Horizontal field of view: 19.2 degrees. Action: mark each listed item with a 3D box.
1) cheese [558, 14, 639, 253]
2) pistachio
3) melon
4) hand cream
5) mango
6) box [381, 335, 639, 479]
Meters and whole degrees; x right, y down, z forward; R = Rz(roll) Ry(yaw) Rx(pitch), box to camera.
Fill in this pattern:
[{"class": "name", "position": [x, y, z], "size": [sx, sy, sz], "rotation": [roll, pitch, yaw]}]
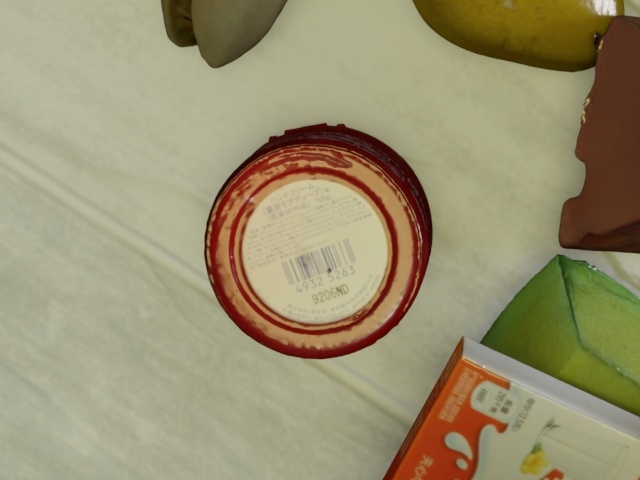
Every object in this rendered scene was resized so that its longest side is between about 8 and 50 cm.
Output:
[{"class": "cheese", "position": [0.302, -0.066, 1.509], "size": [0.128, 0.177, 0.202], "rotation": [6, 102, -34]}, {"class": "pistachio", "position": [-0.072, -0.234, 1.572], "size": [0.124, 0.124, 0.185], "rotation": [25, 117, 1]}, {"class": "melon", "position": [0.181, 0.185, 1.612], "size": [0.196, 0.124, 0.323], "rotation": [37, 114, -2]}, {"class": "hand cream", "position": [0.000, 0.000, 1.596], "size": [0.193, 0.125, 0.193], "rotation": [1, 98, 7]}, {"class": "mango", "position": [0.162, -0.209, 1.560], "size": [0.195, 0.098, 0.137], "rotation": [34, 102, -12]}, {"class": "box", "position": [0.174, 0.246, 1.546], "size": [0.265, 0.048, 0.273], "rotation": [24, 114, -4]}]
